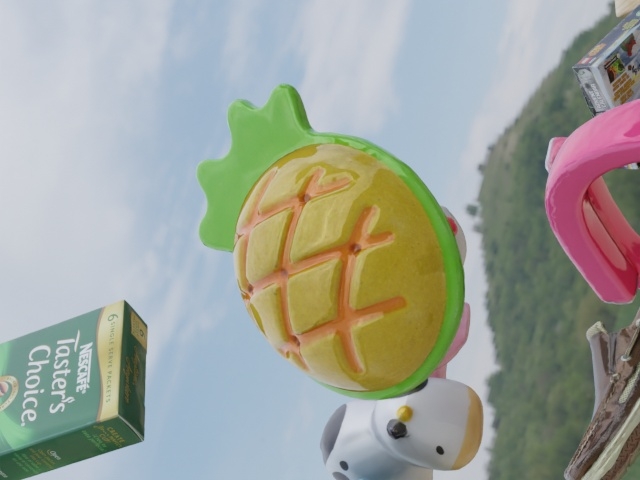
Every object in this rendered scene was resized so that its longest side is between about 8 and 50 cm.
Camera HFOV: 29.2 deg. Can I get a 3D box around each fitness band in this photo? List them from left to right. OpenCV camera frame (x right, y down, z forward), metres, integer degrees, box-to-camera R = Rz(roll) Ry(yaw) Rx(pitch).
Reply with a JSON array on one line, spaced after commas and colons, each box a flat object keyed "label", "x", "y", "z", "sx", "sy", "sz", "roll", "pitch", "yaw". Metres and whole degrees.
[{"label": "fitness band", "x": 0.264, "y": -0.006, "z": 0.806, "sx": 0.291, "sy": 0.209, "sz": 0.054, "roll": 45, "pitch": -124, "yaw": -49}]

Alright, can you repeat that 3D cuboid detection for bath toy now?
[{"label": "bath toy", "x": 0.068, "y": 0.094, "z": 1.047, "sx": 0.129, "sy": 0.151, "sz": 0.348, "roll": 49, "pitch": -143, "yaw": -39}]

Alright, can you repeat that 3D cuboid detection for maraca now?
[{"label": "maraca", "x": 0.000, "y": 0.000, "z": 0.637, "sx": 0.099, "sy": 0.185, "sz": 0.127, "roll": -1, "pitch": -50, "yaw": -53}]

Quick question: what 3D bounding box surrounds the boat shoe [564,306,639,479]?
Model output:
[{"label": "boat shoe", "x": 0.282, "y": 0.114, "z": 1.119, "sx": 0.257, "sy": 0.095, "sz": 0.095, "roll": -51, "pitch": -22, "yaw": -20}]

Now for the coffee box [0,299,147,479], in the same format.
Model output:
[{"label": "coffee box", "x": -0.217, "y": 0.120, "z": 0.913, "sx": 0.113, "sy": 0.184, "sz": 0.040, "roll": -94, "pitch": -21, "yaw": -44}]

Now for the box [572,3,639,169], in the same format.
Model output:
[{"label": "box", "x": 0.259, "y": -0.131, "z": 0.958, "sx": 0.137, "sy": 0.027, "sz": 0.094, "roll": -41, "pitch": -63, "yaw": -28}]

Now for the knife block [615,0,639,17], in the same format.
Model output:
[{"label": "knife block", "x": 0.456, "y": -0.322, "z": 1.396, "sx": 0.242, "sy": 0.276, "sz": 0.088, "roll": 169, "pitch": 99, "yaw": -67}]
